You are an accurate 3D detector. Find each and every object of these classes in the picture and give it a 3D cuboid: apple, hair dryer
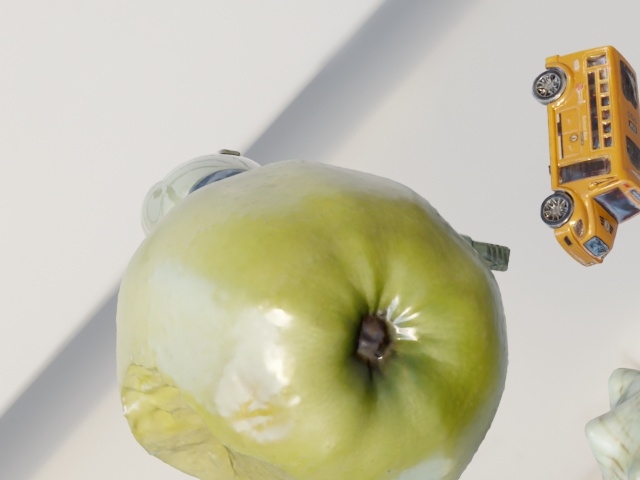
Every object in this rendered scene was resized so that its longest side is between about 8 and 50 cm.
[{"bbox_3d":[-0.001,0.070,1.206,0.279,0.279,0.279,43,178,2],"label":"apple"},{"bbox_3d":[-0.035,-0.005,1.543,0.298,0.119,0.296,11,177,-30],"label":"hair dryer"}]

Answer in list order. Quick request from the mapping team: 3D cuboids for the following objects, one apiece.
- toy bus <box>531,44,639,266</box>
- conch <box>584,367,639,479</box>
[{"bbox_3d":[0.253,-0.078,1.650,0.083,0.088,0.194,35,-132,-51],"label":"toy bus"},{"bbox_3d":[0.270,0.147,1.179,0.386,0.203,0.170,91,164,-54],"label":"conch"}]
